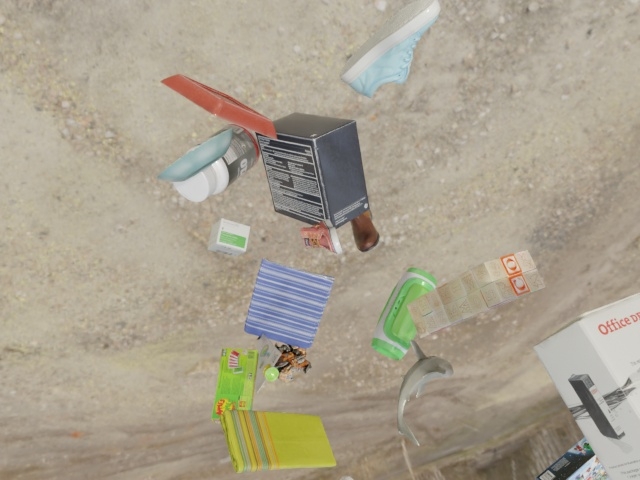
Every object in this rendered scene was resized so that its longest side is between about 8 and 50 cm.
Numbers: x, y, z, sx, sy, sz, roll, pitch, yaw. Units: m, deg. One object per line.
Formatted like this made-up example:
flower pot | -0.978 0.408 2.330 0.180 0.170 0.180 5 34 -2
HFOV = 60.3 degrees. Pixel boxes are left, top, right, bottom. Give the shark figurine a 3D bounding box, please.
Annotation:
shark figurine | 0.267 0.367 1.412 0.116 0.166 0.278 -12 -157 48

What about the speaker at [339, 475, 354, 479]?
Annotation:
speaker | 0.077 0.845 1.819 0.055 0.055 0.136 -31 -170 20

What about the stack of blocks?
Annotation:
stack of blocks | 0.349 0.119 1.230 0.171 0.087 0.297 -14 164 -29

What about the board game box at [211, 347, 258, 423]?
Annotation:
board game box | -0.212 0.366 1.386 0.092 0.181 0.043 3 149 2

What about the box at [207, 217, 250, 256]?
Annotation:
box | -0.291 -0.007 1.752 0.101 0.087 0.102 17 159 -25

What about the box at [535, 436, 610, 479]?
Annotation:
box | 0.574 0.506 1.202 0.233 0.044 0.159 -31 125 -15

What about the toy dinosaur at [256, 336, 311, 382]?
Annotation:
toy dinosaur | -0.129 0.421 2.018 0.218 0.165 0.322 18 175 9

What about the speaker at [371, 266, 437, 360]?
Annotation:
speaker | 0.280 0.243 1.842 0.297 0.131 0.131 -61 159 -17

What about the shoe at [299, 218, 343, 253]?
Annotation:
shoe | 0.000 0.000 1.307 0.081 0.178 0.064 -19 108 -2

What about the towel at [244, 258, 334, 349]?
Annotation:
towel | -0.109 0.214 1.811 0.243 0.040 0.336 16 126 -4

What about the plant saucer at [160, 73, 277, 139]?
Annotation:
plant saucer | -0.271 -0.379 1.536 0.258 0.259 0.048 9 111 -55

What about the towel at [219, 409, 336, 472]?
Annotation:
towel | -0.069 0.348 0.957 0.021 0.102 0.237 -41 141 25

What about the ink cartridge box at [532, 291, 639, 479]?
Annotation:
ink cartridge box | 0.481 0.232 0.823 0.196 0.273 0.114 -11 154 -31

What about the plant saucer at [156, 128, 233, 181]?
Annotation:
plant saucer | -0.258 -0.170 1.175 0.194 0.037 0.195 -32 -171 5

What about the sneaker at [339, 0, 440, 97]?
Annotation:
sneaker | 0.220 -0.534 1.559 0.150 0.135 0.365 35 145 -23

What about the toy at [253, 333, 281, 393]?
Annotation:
toy | -0.173 0.390 1.735 0.056 0.137 0.237 33 174 -16

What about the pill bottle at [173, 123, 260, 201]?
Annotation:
pill bottle | -0.324 -0.242 1.718 0.161 0.161 0.283 -48 -178 42

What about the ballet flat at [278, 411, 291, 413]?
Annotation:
ballet flat | -0.060 0.537 1.638 0.168 0.052 0.057 28 100 -38

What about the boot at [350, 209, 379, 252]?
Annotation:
boot | 0.103 -0.123 1.922 0.096 0.264 0.280 -22 127 24

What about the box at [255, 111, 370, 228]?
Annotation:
box | -0.023 -0.222 1.702 0.182 0.296 0.294 -31 124 -31
